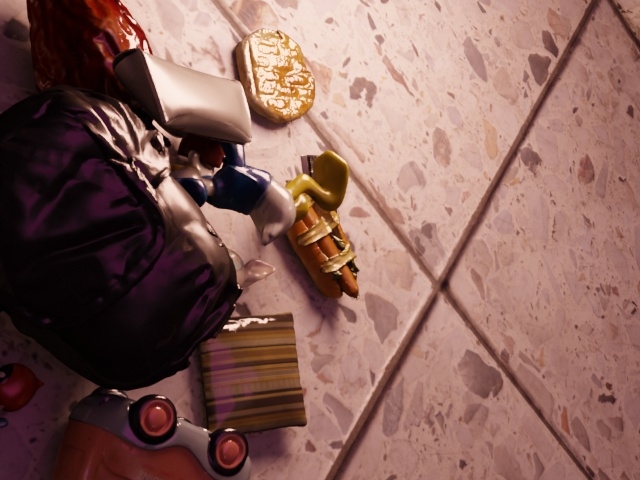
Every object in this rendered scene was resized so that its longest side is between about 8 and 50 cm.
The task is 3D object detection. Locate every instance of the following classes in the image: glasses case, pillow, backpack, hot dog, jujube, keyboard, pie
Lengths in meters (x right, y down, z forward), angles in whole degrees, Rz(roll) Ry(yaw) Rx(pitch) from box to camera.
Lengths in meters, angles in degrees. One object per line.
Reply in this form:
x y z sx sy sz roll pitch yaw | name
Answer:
-0.207 -0.210 1.404 0.128 0.083 0.308 66 21 11 | glasses case
-0.120 0.234 1.592 0.208 0.052 0.212 1 75 -39 | pillow
-0.319 0.013 1.292 0.363 0.255 0.446 -41 101 -8 | backpack
0.000 0.000 1.746 0.109 0.072 0.270 -34 99 -25 | hot dog
-0.366 -0.288 1.442 0.197 0.197 0.290 -22 92 -43 | jujube
0.003 -0.078 1.818 0.074 0.015 0.197 2 76 -40 | keyboard
-0.084 -0.325 1.794 0.195 0.046 0.195 12 70 -37 | pie

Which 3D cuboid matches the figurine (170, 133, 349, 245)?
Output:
-0.159 -0.118 1.536 0.284 0.204 0.338 53 35 14 | figurine

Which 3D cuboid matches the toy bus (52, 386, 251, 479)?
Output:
-0.258 0.353 1.349 0.287 0.194 0.232 35 65 -29 | toy bus

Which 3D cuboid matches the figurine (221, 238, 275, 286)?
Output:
-0.199 0.045 1.536 0.235 0.127 0.155 -25 75 -45 | figurine

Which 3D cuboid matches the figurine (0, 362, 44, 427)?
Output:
-0.459 0.226 1.285 0.140 0.068 0.075 -33 97 -40 | figurine
